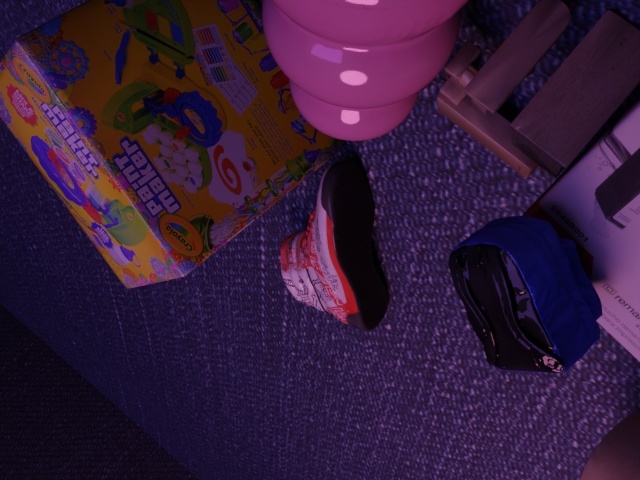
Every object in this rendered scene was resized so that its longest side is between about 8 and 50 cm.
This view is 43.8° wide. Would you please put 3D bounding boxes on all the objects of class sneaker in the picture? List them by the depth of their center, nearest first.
[{"bbox_3d":[-0.001,0.001,1.061,0.145,0.090,0.270,20,141,35],"label":"sneaker"}]

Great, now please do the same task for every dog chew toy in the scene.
[{"bbox_3d":[0.037,-0.211,0.693,0.206,0.206,0.332,37,154,18],"label":"dog chew toy"}]

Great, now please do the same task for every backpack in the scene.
[{"bbox_3d":[0.169,0.037,0.667,0.098,0.101,0.120,-16,107,56],"label":"backpack"}]

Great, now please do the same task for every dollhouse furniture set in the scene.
[{"bbox_3d":[0.197,-0.143,0.723,0.144,0.123,0.151,41,-177,12],"label":"dollhouse furniture set"}]

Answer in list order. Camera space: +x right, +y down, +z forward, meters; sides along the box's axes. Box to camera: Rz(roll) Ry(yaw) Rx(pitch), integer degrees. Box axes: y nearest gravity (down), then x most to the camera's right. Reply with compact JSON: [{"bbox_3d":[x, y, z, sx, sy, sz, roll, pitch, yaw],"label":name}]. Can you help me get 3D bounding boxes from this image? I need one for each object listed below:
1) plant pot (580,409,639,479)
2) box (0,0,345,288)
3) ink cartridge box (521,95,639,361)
[{"bbox_3d":[0.400,0.298,0.779,0.274,0.256,0.257,39,151,45],"label":"plant pot"},{"bbox_3d":[-0.178,-0.145,0.940,0.177,0.279,0.290,-13,114,55],"label":"box"},{"bbox_3d":[0.307,-0.029,0.627,0.197,0.114,0.273,44,148,8],"label":"ink cartridge box"}]
